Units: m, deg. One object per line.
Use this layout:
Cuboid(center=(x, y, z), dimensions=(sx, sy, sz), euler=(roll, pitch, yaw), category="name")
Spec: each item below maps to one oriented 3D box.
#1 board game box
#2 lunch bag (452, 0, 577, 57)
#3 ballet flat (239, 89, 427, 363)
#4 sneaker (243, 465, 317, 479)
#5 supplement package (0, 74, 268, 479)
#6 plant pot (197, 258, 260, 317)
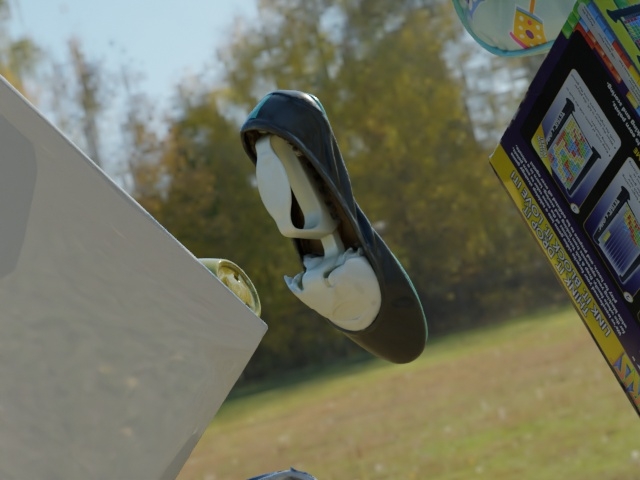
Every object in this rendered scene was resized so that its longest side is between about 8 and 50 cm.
Cuboid(center=(0.149, -0.007, 0.703), dimensions=(0.048, 0.170, 0.141), euler=(-20, -21, -20), category="board game box")
Cuboid(center=(0.172, -0.223, 1.000), dimensions=(0.108, 0.224, 0.279), euler=(-21, 11, -29), category="lunch bag")
Cuboid(center=(0.000, 0.000, 1.504), dimensions=(0.095, 0.280, 0.096), euler=(-25, 4, 39), category="ballet flat")
Cuboid(center=(0.047, 0.223, 1.017), dimensions=(0.282, 0.099, 0.153), euler=(8, -33, 20), category="sneaker")
Cuboid(center=(-0.197, 0.049, 0.922), dimensions=(0.145, 0.204, 0.262), euler=(10, -28, 48), category="supplement package")
Cuboid(center=(-0.115, 0.070, 1.601), dimensions=(0.095, 0.134, 0.134), euler=(-32, -10, 24), category="plant pot")
